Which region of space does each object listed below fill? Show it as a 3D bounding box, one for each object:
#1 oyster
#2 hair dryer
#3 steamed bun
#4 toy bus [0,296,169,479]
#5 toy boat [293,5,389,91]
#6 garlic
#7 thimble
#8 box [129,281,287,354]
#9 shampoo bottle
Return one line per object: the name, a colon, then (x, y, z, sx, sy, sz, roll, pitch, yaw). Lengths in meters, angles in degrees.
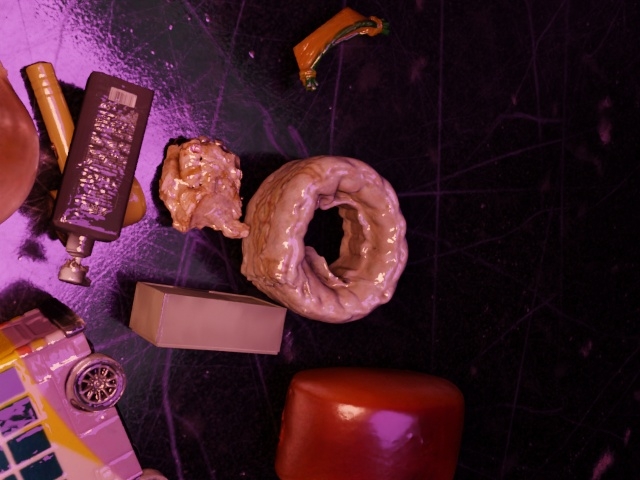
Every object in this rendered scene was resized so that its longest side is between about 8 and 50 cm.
oyster: (-0.185, -0.080, 1.346, 0.191, 0.081, 0.163, 36, 90, -19)
hair dryer: (-0.375, -0.141, 1.240, 0.135, 0.090, 0.278, -22, 102, -28)
steamed bun: (0.114, 0.365, 1.510, 0.379, 0.248, 0.235, 7, 93, -34)
toy bus: (-0.392, 0.338, 1.210, 0.249, 0.209, 0.439, -26, 109, -25)
toy boat: (0.034, -0.358, 1.457, 0.229, 0.089, 0.088, -43, 102, -24)
garlic: (-0.531, -0.129, 1.108, 0.279, 0.132, 0.325, 20, 83, -32)
thimble: (0.000, 0.000, 1.423, 0.292, 0.195, 0.291, -3, 96, -27)
box: (-0.189, 0.132, 1.358, 0.225, 0.129, 0.086, 9, 91, -32)
shampoo bottle: (-0.328, -0.087, 1.179, 0.098, 0.071, 0.309, 17, 76, -28)
